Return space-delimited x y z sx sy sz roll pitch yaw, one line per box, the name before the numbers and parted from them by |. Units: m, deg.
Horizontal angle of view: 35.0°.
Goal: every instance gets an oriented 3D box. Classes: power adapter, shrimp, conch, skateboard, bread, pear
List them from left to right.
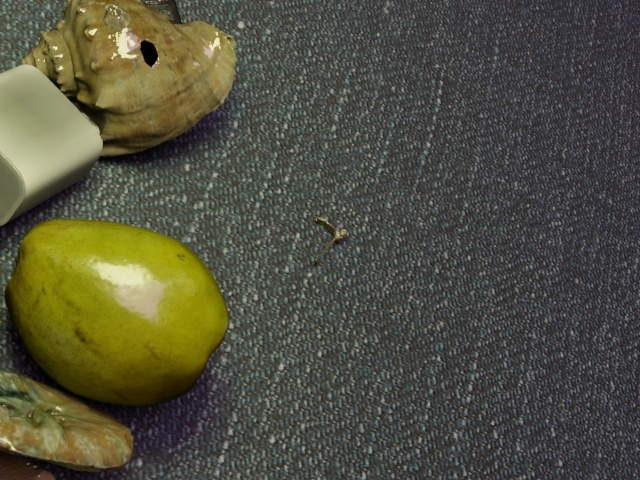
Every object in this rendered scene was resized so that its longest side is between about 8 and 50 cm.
shrimp | -0.417 0.220 1.245 0.445 0.221 0.110 21 93 -45
power adapter | -0.461 -0.128 1.449 0.187 0.124 0.255 45 36 -1
bread | -0.411 0.295 1.293 0.077 0.152 0.105 -37 92 -38
pear | -0.283 0.094 1.400 0.307 0.253 0.253 27 56 -12
conch | -0.299 -0.266 1.580 0.324 0.186 0.263 -5 92 9
skateboard | 0.000 0.000 1.747 0.064 0.032 0.083 35 52 3

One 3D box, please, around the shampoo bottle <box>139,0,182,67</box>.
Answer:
shampoo bottle | -0.296 -0.394 1.747 0.098 0.071 0.309 -8 71 -29
